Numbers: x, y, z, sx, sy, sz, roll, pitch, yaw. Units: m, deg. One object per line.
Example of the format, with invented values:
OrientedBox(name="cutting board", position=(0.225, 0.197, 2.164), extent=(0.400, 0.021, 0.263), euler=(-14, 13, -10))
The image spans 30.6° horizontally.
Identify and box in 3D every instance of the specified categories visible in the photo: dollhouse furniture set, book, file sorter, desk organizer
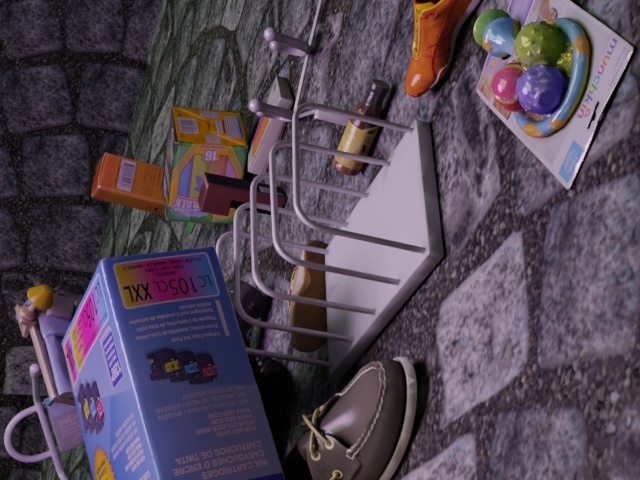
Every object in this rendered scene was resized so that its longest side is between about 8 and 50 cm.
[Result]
OrientedBox(name="dollhouse furniture set", position=(-0.287, 0.182, 1.807), extent=(0.198, 0.303, 0.286), euler=(-46, 47, 22))
OrientedBox(name="book", position=(-0.086, -0.193, 1.965), extent=(0.096, 0.035, 0.144), euler=(-103, 31, -59))
OrientedBox(name="file sorter", position=(0.000, 0.000, 1.371), extent=(0.278, 0.173, 0.193), euler=(125, 151, -47))
OrientedBox(name="desk organizer", position=(-0.124, -0.065, 1.836), extent=(0.047, 0.130, 0.050), euler=(-117, 40, -62))

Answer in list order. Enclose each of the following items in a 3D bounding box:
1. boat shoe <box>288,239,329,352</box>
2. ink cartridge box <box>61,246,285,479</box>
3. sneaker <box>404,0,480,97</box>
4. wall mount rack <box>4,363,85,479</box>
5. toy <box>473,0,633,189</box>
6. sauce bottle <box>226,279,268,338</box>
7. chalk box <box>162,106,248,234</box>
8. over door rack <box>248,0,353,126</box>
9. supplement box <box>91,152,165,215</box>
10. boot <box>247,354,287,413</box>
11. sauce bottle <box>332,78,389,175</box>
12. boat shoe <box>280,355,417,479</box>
OrientedBox(name="boat shoe", position=(-0.012, 0.081, 1.536), extent=(0.059, 0.063, 0.170), euler=(121, 164, -49))
OrientedBox(name="ink cartridge box", position=(-0.169, 0.242, 1.360), extent=(0.270, 0.151, 0.396), euler=(-53, 52, 55))
OrientedBox(name="sneaker", position=(0.126, -0.244, 1.326), extent=(0.064, 0.067, 0.175), euler=(-109, 34, -54))
OrientedBox(name="wall mount rack", position=(-0.390, 0.281, 2.076), extent=(0.130, 0.350, 0.304), euler=(35, 141, 52))
OrientedBox(name="toy", position=(0.193, -0.162, 1.096), extent=(0.237, 0.056, 0.137), euler=(-112, 37, -59))
OrientedBox(name="sauce bottle", position=(-0.198, 0.208, 1.737), extent=(0.344, 0.111, 0.111), euler=(-55, 11, -22))
OrientedBox(name="chalk box", position=(-0.210, -0.113, 2.095), extent=(0.132, 0.132, 0.213), euler=(-106, 22, -53))
OrientedBox(name="over door rack", position=(-0.021, -0.295, 1.723), extent=(0.324, 0.108, 0.240), euler=(-161, 83, -71))
OrientedBox(name="supplement box", position=(-0.314, -0.098, 2.248), extent=(0.078, 0.233, 0.080), euler=(149, 134, -65))
OrientedBox(name="boot", position=(-0.118, 0.316, 1.570), extent=(0.348, 0.131, 0.260), euler=(-122, 47, -65))
OrientedBox(name="sauce bottle", position=(0.054, -0.146, 1.509), extent=(0.042, 0.042, 0.128), euler=(-106, 33, -55))
OrientedBox(name="boat shoe", position=(0.015, 0.238, 1.297), extent=(0.109, 0.091, 0.305), euler=(-99, 28, -47))
